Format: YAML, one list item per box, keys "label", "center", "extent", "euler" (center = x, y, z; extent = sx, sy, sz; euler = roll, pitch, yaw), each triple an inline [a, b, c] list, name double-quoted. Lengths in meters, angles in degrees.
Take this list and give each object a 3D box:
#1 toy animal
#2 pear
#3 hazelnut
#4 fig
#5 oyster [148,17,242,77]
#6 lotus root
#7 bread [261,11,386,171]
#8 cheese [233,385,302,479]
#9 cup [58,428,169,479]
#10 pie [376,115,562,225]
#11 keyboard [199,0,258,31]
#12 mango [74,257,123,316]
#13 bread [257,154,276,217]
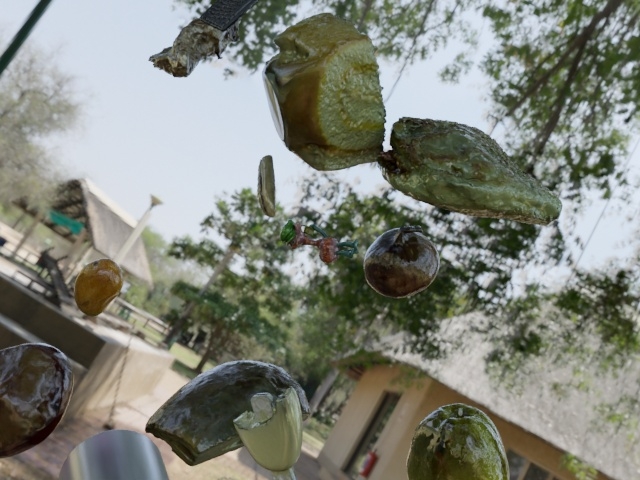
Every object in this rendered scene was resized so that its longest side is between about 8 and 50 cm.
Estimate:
- label: "toy animal"
  center: [0.000, 0.000, 1.719]
  extent: [0.208, 0.103, 0.100]
  euler: [14, -45, 11]
- label: "pear"
  center: [0.346, 0.563, 1.624]
  extent: [0.269, 0.269, 0.321]
  euler: [18, -63, 45]
- label: "hazelnut"
  center: [-0.627, 0.330, 1.343]
  extent: [0.217, 0.251, 0.217]
  euler: [35, -23, 17]
- label: "fig"
  center: [0.242, 0.060, 1.988]
  extent: [0.235, 0.235, 0.214]
  euler: [17, -21, 46]
- label: "oyster"
  center: [-0.323, -0.475, 1.624]
  extent: [0.204, 0.396, 0.111]
  euler: [-21, -67, 31]
- label: "lotus root"
  center: [-0.171, 0.319, 1.275]
  extent: [0.210, 0.314, 0.142]
  euler: [45, -42, 22]
- label: "bread"
  center: [0.001, -0.328, 1.610]
  extent: [0.239, 0.264, 0.395]
  euler: [46, -23, 42]
- label: "cheese"
  center: [-0.065, 0.351, 1.045]
  extent: [0.127, 0.050, 0.234]
  euler: [-14, -82, 29]
- label: "cup"
  center: [-0.452, 0.613, 1.472]
  extent: [0.253, 0.253, 0.371]
  euler: [38, -7, -25]
- label: "pie"
  center: [0.351, -0.162, 1.560]
  extent: [0.395, 0.180, 0.418]
  euler: [1, 27, -32]
- label: "keyboard"
  center: [-0.149, -0.536, 1.383]
  extent: [0.087, 0.250, 0.017]
  euler: [35, -17, 28]
- label: "mango"
  center: [-0.577, 0.118, 1.675]
  extent: [0.115, 0.165, 0.089]
  euler: [35, 19, -29]
- label: "bread"
  center: [-0.153, -0.157, 1.834]
  extent: [0.053, 0.214, 0.073]
  euler: [2, -37, -10]
